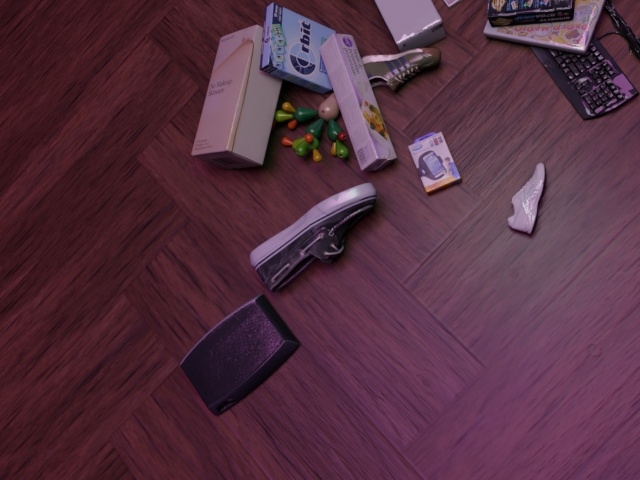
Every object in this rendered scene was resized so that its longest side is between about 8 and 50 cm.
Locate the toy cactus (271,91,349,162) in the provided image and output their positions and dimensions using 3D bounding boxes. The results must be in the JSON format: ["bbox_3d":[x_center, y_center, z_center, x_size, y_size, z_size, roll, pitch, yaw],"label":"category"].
[{"bbox_3d":[-0.010,-0.277,1.607,0.219,0.112,0.180,29,77,32],"label":"toy cactus"}]

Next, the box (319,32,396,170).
[{"bbox_3d":[0.083,-0.315,1.568,0.067,0.063,0.323,-35,68,48],"label":"box"}]

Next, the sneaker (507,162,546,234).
[{"bbox_3d":[0.428,-0.091,1.426,0.061,0.054,0.152,15,83,25],"label":"sneaker"}]

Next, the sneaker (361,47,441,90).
[{"bbox_3d":[0.181,-0.382,1.579,0.192,0.064,0.086,0,78,25],"label":"sneaker"}]

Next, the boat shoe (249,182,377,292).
[{"bbox_3d":[0.000,0.000,1.531,0.335,0.121,0.119,-35,76,20],"label":"boat shoe"}]

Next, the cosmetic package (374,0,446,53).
[{"bbox_3d":[0.191,-0.553,1.606,0.117,0.085,0.231,-25,72,11],"label":"cosmetic package"}]

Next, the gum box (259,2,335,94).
[{"bbox_3d":[-0.051,-0.446,1.613,0.041,0.184,0.156,-13,69,52],"label":"gum box"}]

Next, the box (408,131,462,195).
[{"bbox_3d":[0.250,-0.176,1.522,0.081,0.028,0.136,-23,72,13],"label":"box"}]

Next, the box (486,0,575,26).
[{"bbox_3d":[0.457,-0.577,1.478,0.175,0.051,0.220,3,81,26],"label":"box"}]

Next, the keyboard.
[{"bbox_3d":[0.571,-0.423,1.470,0.202,0.033,0.317,-31,70,9],"label":"keyboard"}]

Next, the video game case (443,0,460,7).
[{"bbox_3d":[0.330,-0.608,1.609,0.122,0.011,0.087,-32,69,9],"label":"video game case"}]

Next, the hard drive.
[{"bbox_3d":[-0.191,0.254,1.554,0.255,0.054,0.172,-41,67,6],"label":"hard drive"}]

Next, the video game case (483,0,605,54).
[{"bbox_3d":[0.495,-0.521,1.492,0.227,0.026,0.206,20,89,27],"label":"video game case"}]

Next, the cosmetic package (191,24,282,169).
[{"bbox_3d":[-0.188,-0.333,1.639,0.160,0.113,0.309,0,75,48],"label":"cosmetic package"}]
